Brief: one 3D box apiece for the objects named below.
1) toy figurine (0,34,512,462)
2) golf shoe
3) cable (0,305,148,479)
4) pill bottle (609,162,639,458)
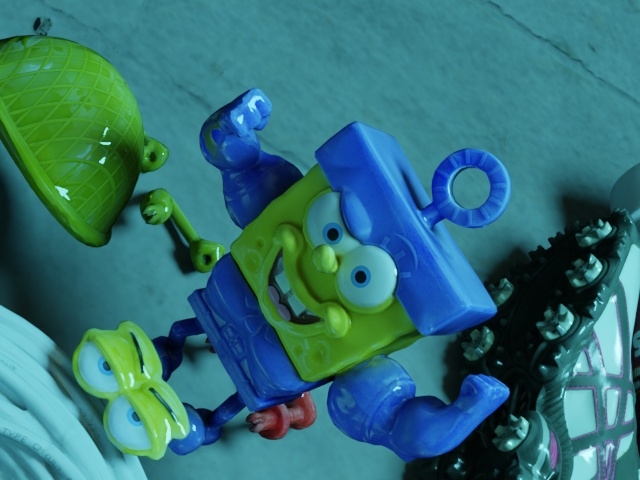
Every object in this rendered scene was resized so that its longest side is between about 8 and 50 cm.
[{"bbox_3d":[0.000,0.000,0.937,0.362,0.217,0.191,61,23,15],"label":"toy figurine"},{"bbox_3d":[0.144,0.103,1.110,0.120,0.105,0.273,44,51,-25],"label":"golf shoe"},{"bbox_3d":[-0.185,0.139,0.829,0.257,0.089,0.257,49,36,2],"label":"cable"},{"bbox_3d":[0.248,0.060,1.178,0.121,0.121,0.221,14,55,-28],"label":"pill bottle"}]
